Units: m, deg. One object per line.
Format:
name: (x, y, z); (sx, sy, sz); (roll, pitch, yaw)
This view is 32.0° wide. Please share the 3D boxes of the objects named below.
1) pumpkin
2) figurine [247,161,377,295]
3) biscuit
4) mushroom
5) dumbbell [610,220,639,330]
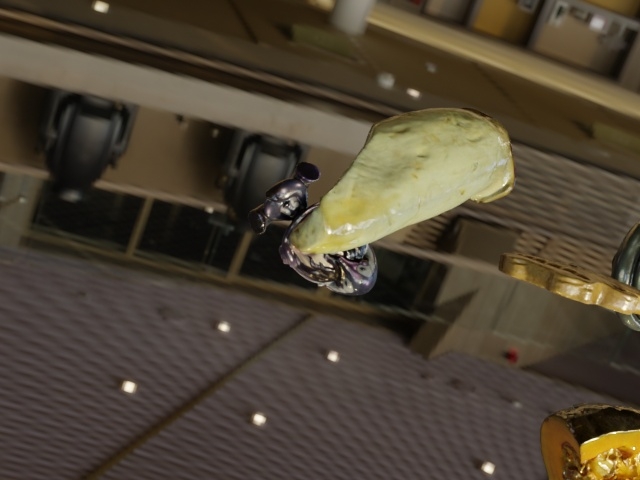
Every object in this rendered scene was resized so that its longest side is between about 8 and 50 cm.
pumpkin: (0.376, 0.316, 1.500); (0.131, 0.248, 0.126); (-13, -153, -15)
figurine: (0.000, 0.000, 1.774); (0.222, 0.145, 0.145); (49, -157, 5)
biscuit: (0.306, 0.049, 1.300); (0.225, 0.036, 0.166); (13, -175, -46)
mushroom: (0.081, -0.066, 1.048); (0.333, 0.087, 0.107); (-18, -110, -48)
dumbbell: (0.574, 0.075, 1.528); (0.179, 0.179, 0.406); (4, -170, -41)
